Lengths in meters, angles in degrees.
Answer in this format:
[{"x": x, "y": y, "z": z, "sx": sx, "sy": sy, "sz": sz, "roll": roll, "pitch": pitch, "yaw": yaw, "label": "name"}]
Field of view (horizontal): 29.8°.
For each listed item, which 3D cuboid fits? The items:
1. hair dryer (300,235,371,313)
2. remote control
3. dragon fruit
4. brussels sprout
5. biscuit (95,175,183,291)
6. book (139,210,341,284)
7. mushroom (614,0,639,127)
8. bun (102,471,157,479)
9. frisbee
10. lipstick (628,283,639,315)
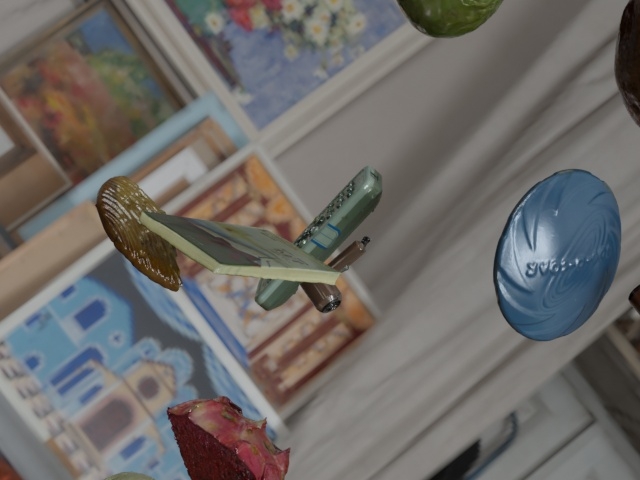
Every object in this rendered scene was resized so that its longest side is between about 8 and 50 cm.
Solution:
[{"x": 0.038, "y": 0.056, "z": 2.504, "sx": 0.117, "sy": 0.181, "sz": 0.064, "roll": 55, "pitch": 16, "yaw": 20, "label": "hair dryer"}, {"x": 0.000, "y": 0.000, "z": 2.317, "sx": 0.065, "sy": 0.335, "sz": 0.128, "roll": 40, "pitch": 17, "yaw": -13, "label": "remote control"}, {"x": -0.092, "y": 0.330, "z": 1.682, "sx": 0.161, "sy": 0.126, "sz": 0.274, "roll": 7, "pitch": -59, "yaw": 46, "label": "dragon fruit"}, {"x": 0.267, "y": -0.521, "z": 2.423, "sx": 0.244, "sy": 0.244, "sz": 0.244, "roll": 51, "pitch": -8, "yaw": 10, "label": "brussels sprout"}, {"x": -0.286, "y": -0.014, "z": 1.964, "sx": 0.228, "sy": 0.031, "sz": 0.176, "roll": 49, "pitch": 23, "yaw": 9, "label": "biscuit"}, {"x": -0.127, "y": 0.014, "z": 1.923, "sx": 0.201, "sy": 0.026, "sz": 0.289, "roll": 30, "pitch": 15, "yaw": 36, "label": "book"}, {"x": 0.660, "y": -0.309, "z": 2.039, "sx": 0.345, "sy": 0.345, "sz": 0.259, "roll": 53, "pitch": 8, "yaw": -3, "label": "mushroom"}, {"x": -0.325, "y": 0.452, "z": 1.923, "sx": 0.111, "sy": 0.188, "sz": 0.164, "roll": 17, "pitch": 62, "yaw": -47, "label": "bun"}, {"x": 0.399, "y": 0.029, "z": 1.949, "sx": 0.049, "sy": 0.289, "sz": 0.289, "roll": 23, "pitch": -29, "yaw": 52, "label": "frisbee"}, {"x": 0.611, "y": 0.207, "z": 1.883, "sx": 0.357, "sy": 0.057, "sz": 0.057, "roll": 56, "pitch": -5, "yaw": 28, "label": "lipstick"}]
